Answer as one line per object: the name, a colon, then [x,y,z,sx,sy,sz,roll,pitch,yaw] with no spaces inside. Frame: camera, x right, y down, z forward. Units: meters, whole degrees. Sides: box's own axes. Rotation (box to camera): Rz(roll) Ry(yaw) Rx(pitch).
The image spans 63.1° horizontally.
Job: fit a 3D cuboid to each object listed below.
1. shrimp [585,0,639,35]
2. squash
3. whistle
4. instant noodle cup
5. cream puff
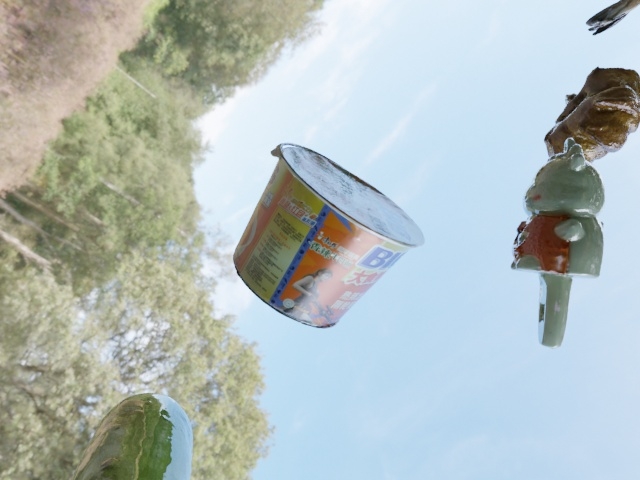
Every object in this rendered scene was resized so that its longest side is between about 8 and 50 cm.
shrimp: [0.401,-0.384,0.800,0.220,0.046,0.152,-2,-100,34]
squash: [-0.186,0.246,0.498,0.118,0.118,0.370,-53,-170,-2]
whistle: [0.285,0.001,0.627,0.106,0.102,0.252,4,-92,41]
instant noodle cup: [0.000,0.000,0.905,0.214,0.297,0.296,-56,-157,18]
cream puff: [0.650,-0.285,1.222,0.268,0.155,0.241,-62,-173,-19]
